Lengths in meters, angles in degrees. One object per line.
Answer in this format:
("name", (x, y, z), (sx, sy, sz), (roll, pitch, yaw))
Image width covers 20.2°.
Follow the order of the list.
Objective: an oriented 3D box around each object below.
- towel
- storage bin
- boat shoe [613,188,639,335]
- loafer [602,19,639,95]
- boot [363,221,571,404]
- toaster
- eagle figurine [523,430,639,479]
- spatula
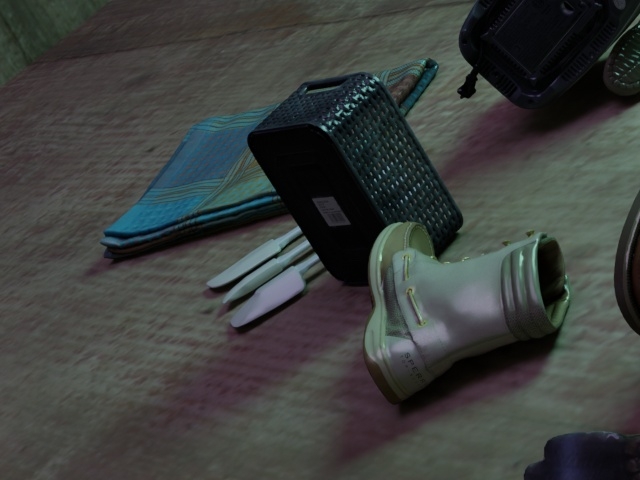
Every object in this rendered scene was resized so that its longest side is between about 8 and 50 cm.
("towel", (-0.063, -0.099, 2.081), (0.370, 0.040, 0.271), (-14, 28, 39))
("storage bin", (0.032, -0.054, 1.645), (0.122, 0.180, 0.084), (-4, 34, 52))
("boat shoe", (0.331, -0.043, 1.296), (0.307, 0.111, 0.104), (-44, 23, -28))
("loafer", (0.320, -0.189, 1.727), (0.148, 0.056, 0.050), (-49, -12, -20))
("boot", (0.122, 0.033, 1.474), (0.165, 0.077, 0.213), (-25, 27, 20))
("toaster", (0.236, -0.227, 1.761), (0.227, 0.129, 0.146), (-52, -8, 31))
("eagle figurine", (0.264, 0.110, 0.994), (0.298, 0.226, 0.225), (130, 145, -66))
("spatula", (0.000, 0.000, 1.807), (0.242, 0.019, 0.168), (-33, 15, -4))
